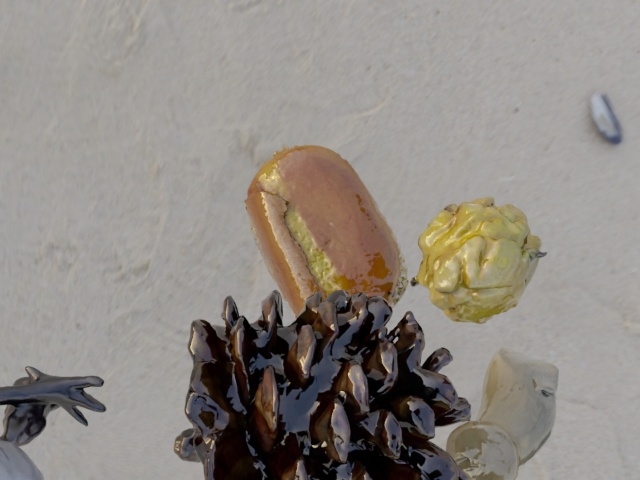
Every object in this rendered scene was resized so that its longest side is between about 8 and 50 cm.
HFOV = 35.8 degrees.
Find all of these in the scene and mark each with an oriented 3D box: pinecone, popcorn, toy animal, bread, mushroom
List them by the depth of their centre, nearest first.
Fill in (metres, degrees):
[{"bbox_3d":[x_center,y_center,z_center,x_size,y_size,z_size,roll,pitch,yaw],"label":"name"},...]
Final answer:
[{"bbox_3d":[-0.256,0.198,0.779,0.195,0.324,0.090,-7,119,-15],"label":"toy animal"},{"bbox_3d":[0.010,0.188,0.959,0.296,0.242,0.298,-14,102,-23],"label":"pinecone"},{"bbox_3d":[0.179,0.022,1.125,0.152,0.167,0.148,13,92,26],"label":"popcorn"},{"bbox_3d":[0.230,0.213,1.191,0.247,0.096,0.108,-42,113,-57],"label":"mushroom"},{"bbox_3d":[0.000,0.000,1.464,0.204,0.156,0.288,-28,82,7],"label":"bread"}]
